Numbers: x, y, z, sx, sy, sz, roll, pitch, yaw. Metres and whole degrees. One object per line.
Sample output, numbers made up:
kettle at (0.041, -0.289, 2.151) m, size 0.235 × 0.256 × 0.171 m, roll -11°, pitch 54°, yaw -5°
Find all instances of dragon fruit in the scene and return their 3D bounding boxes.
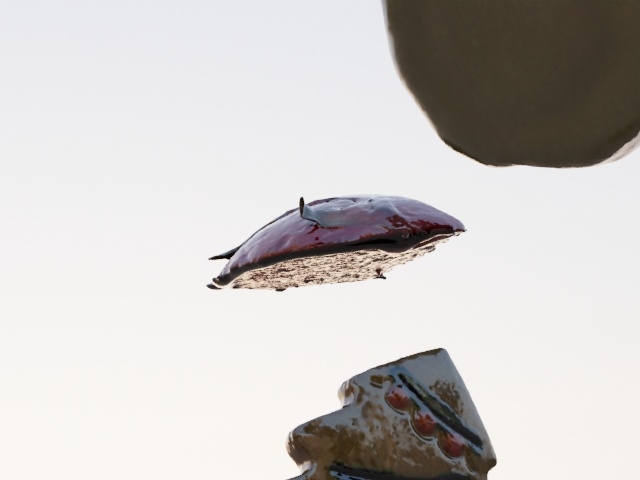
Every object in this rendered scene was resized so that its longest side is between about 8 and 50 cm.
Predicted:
dragon fruit at (0.000, 0.000, 1.551) m, size 0.282 × 0.100 × 0.343 m, roll -10°, pitch -7°, yaw -22°

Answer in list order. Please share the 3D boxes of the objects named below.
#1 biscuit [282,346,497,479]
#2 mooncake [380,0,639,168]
biscuit at (0.062, 0.217, 1.062) m, size 0.278 × 0.301 × 0.043 m, roll 27°, pitch -31°, yaw -19°
mooncake at (0.252, -0.261, 1.338) m, size 0.201 × 0.378 × 0.378 m, roll -21°, pitch -13°, yaw -48°
